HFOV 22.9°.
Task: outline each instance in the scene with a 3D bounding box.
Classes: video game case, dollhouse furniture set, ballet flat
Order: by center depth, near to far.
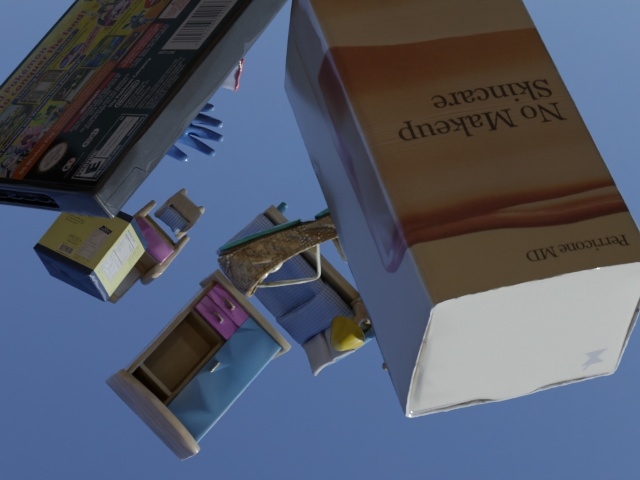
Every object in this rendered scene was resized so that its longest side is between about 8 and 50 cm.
[{"bbox_3d":[-0.182,-0.135,1.353,0.248,0.035,0.275,7,-127,44],"label":"video game case"},{"bbox_3d":[0.000,0.000,1.557,0.206,0.067,0.073,-23,-177,14],"label":"ballet flat"},{"bbox_3d":[-0.120,0.077,1.825,0.286,0.303,0.198,47,-124,-7],"label":"dollhouse furniture set"}]

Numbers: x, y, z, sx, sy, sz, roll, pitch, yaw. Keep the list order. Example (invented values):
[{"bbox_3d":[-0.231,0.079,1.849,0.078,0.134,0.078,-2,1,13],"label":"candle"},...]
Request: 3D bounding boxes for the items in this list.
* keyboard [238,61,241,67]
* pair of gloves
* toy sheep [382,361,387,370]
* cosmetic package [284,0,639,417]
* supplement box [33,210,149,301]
[{"bbox_3d":[-0.182,-0.313,1.939,0.201,0.317,0.033,23,-134,14],"label":"keyboard"},{"bbox_3d":[-0.194,-0.207,2.154,0.159,0.198,0.023,18,-158,-5],"label":"pair of gloves"},{"bbox_3d":[0.120,0.129,1.719,0.091,0.091,0.132,-7,-177,-32],"label":"toy sheep"},{"bbox_3d":[0.087,-0.050,1.044,0.153,0.129,0.296,-11,-126,-14],"label":"cosmetic package"},{"bbox_3d":[-0.247,0.006,1.706,0.083,0.056,0.083,24,-115,27],"label":"supplement box"}]
